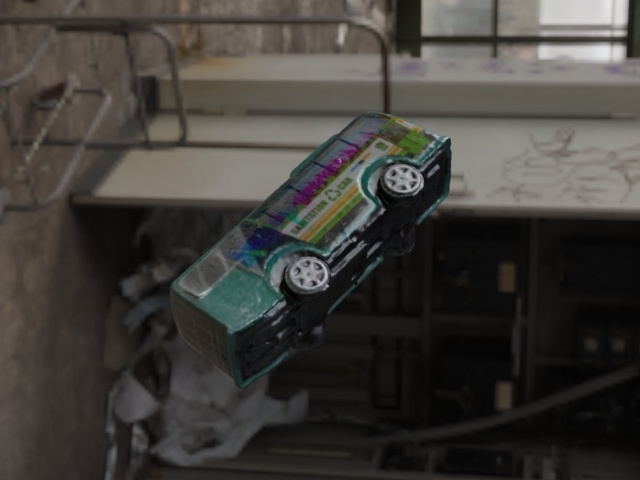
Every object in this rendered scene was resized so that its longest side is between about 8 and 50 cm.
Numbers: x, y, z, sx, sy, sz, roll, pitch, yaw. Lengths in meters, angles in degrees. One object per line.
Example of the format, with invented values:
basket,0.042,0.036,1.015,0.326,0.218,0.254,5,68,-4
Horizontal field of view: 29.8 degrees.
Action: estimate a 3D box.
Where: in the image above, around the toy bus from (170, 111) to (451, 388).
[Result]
toy bus,0.000,0.000,0.956,0.261,0.109,0.091,-43,150,-29
